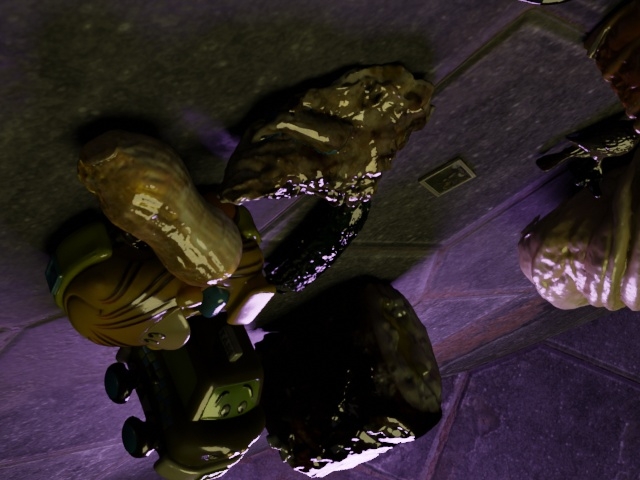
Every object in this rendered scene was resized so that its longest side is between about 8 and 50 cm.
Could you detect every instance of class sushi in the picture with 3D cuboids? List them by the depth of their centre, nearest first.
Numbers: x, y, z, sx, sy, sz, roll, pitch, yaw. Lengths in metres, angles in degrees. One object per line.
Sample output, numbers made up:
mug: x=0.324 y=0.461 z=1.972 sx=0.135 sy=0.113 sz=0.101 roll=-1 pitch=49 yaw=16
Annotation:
sushi: x=0.054 y=0.261 z=1.456 sx=0.294 sy=0.299 sz=0.281 roll=-28 pitch=144 yaw=21

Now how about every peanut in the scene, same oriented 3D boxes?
peanut: x=-0.144 y=-0.029 z=0.749 sx=0.087 sy=0.087 sz=0.206 roll=-27 pitch=135 yaw=13

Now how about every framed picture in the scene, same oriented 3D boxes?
framed picture: x=0.180 y=-0.088 z=1.116 sx=0.066 sy=0.006 sz=0.089 roll=-29 pitch=159 yaw=17

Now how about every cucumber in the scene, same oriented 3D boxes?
cucumber: x=0.001 y=0.003 z=1.073 sx=0.067 sy=0.067 sz=0.245 roll=-8 pitch=157 yaw=-35

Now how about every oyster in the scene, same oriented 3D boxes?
oyster: x=0.018 y=-0.097 z=0.826 sx=0.223 sy=0.083 sz=0.214 roll=-38 pitch=158 yaw=20

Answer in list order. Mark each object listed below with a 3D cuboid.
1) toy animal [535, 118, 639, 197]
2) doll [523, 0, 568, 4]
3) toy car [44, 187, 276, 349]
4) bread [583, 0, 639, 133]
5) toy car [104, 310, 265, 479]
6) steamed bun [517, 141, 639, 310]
toy animal: x=0.425 y=-0.142 z=1.156 sx=0.202 sy=0.070 sz=0.105 roll=-34 pitch=123 yaw=26
doll: x=0.247 y=-0.262 z=0.631 sx=0.249 sy=0.088 sz=0.127 roll=-29 pitch=159 yaw=6
toy car: x=-0.172 y=0.051 z=0.898 sx=0.248 sy=0.142 sz=0.200 roll=-12 pitch=157 yaw=-32
bread: x=0.424 y=-0.217 z=0.795 sx=0.114 sy=0.184 sz=0.275 roll=-12 pitch=159 yaw=-37
toy car: x=-0.170 y=0.197 z=1.130 sx=0.204 sy=0.247 sz=0.198 roll=-3 pitch=148 yaw=-43
steamed bun: x=0.510 y=-0.005 z=1.327 sx=0.325 sy=0.230 sz=0.372 roll=-26 pitch=165 yaw=-45
